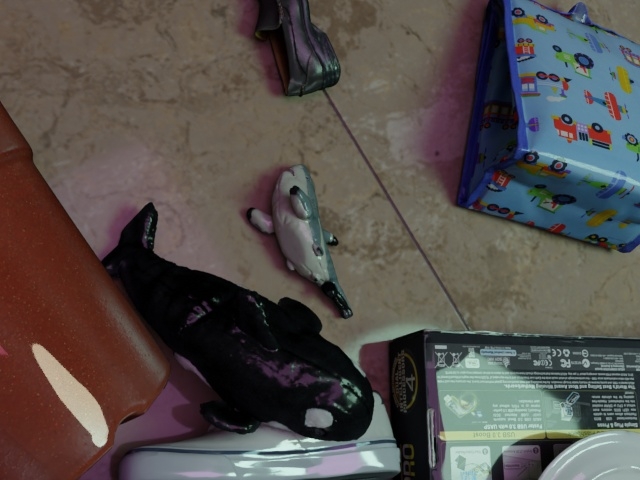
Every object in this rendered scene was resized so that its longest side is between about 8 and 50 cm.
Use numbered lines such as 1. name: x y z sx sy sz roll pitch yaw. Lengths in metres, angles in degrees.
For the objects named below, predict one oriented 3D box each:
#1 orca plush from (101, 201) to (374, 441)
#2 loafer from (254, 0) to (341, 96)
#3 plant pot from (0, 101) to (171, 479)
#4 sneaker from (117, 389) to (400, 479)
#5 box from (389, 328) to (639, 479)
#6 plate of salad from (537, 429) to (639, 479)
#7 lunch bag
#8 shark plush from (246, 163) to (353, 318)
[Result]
1. orca plush: -0.066 0.058 0.662 0.151 0.102 0.287 -29 65 -36
2. loafer: -0.042 -0.232 0.802 0.061 0.062 0.170 -27 86 -18
3. plant pot: -0.268 0.059 0.557 0.272 0.272 0.265 -42 100 -23
4. sneaker: -0.054 0.182 0.693 0.258 0.094 0.091 3 58 -23
5. box: 0.270 0.256 0.774 0.395 0.097 0.318 3 74 -19
6. plate of salad: 0.261 0.271 0.690 0.200 0.048 0.200 1 88 -17
7. lunch bag: 0.294 -0.163 0.877 0.221 0.138 0.293 15 63 -13
8. shark plush: 0.000 0.000 0.766 0.161 0.073 0.067 55 37 5
